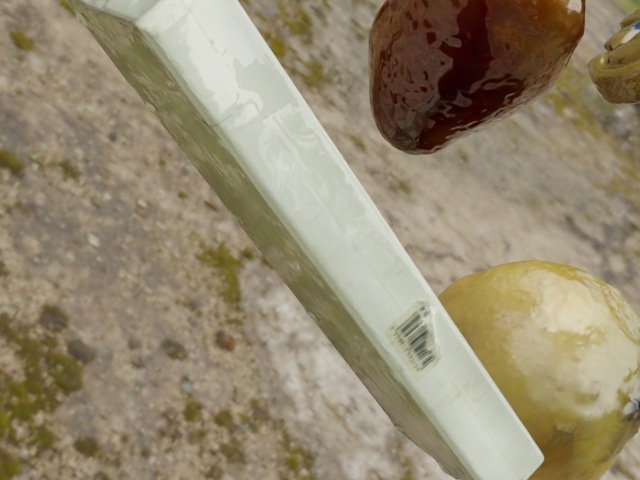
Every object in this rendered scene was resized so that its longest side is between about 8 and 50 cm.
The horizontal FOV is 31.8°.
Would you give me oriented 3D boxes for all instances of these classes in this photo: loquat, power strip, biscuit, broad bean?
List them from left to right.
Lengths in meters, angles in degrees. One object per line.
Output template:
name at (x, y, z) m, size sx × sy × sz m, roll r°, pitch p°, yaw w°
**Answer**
power strip at (0.000, 0.000, 0.551) m, size 0.106 × 0.043 × 0.367 m, roll 30°, pitch -20°, yaw 55°
broad bean at (0.089, -0.117, 0.678) m, size 0.114 × 0.165 × 0.084 m, roll 22°, pitch 55°, yaw -30°
loquat at (0.135, 0.096, 0.773) m, size 0.172 × 0.205 × 0.149 m, roll 69°, pitch 28°, yaw -45°
biscuit at (0.299, -0.167, 0.886) m, size 0.320 × 0.183 × 0.047 m, roll -62°, pitch 131°, yaw -71°
